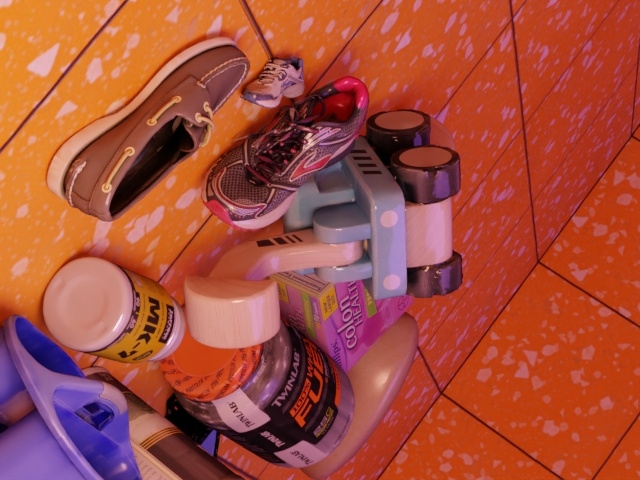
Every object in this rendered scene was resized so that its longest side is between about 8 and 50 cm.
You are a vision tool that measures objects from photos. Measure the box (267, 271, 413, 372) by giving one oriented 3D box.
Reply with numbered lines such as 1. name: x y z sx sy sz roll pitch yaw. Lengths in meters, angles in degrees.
1. box: 0.042 0.087 2.154 0.243 0.117 0.213 -42 140 -32

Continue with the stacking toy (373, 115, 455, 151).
1. stacking toy: 0.136 -0.080 2.204 0.141 0.141 0.330 -42 163 -31

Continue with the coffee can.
1. coffee can: -0.267 0.334 1.703 0.201 0.275 0.201 -46 158 -25

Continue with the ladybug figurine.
1. ladybug figurine: 0.035 0.289 2.372 0.449 0.162 0.305 -58 -174 41

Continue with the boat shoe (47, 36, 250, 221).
1. boat shoe: -0.182 -0.131 1.447 0.305 0.091 0.109 -43 156 -29

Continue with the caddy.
1. caddy: -0.314 0.226 1.448 0.179 0.241 0.341 -32 157 -4

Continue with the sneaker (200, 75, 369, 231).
1. sneaker: -0.049 -0.129 1.682 0.299 0.121 0.112 -44 171 -32

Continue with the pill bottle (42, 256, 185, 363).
1. pill bottle: -0.260 0.097 1.586 0.119 0.119 0.208 -55 160 0

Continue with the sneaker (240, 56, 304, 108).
1. sneaker: -0.064 -0.219 1.649 0.135 0.052 0.058 -37 143 -57

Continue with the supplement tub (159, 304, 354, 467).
1. supplement tub: -0.099 0.222 1.941 0.207 0.207 0.338 -53 144 -5

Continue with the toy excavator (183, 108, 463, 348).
1. toy excavator: 0.000 0.000 1.834 0.445 0.433 0.222 -10 119 -9

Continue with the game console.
1. game console: -0.194 0.320 2.172 0.213 0.044 0.361 -39 154 -37
